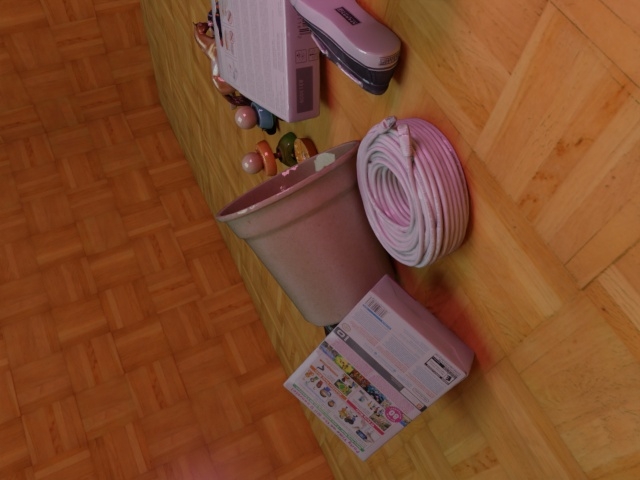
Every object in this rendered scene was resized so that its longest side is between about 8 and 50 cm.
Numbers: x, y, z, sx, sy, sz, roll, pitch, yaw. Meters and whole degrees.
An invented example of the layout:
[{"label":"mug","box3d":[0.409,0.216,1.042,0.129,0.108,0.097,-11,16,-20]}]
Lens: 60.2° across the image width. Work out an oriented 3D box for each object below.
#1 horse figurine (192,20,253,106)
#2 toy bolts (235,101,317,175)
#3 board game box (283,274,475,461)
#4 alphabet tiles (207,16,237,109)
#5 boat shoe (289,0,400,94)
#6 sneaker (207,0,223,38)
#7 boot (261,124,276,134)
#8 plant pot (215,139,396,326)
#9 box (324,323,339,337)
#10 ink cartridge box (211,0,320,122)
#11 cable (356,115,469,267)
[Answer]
[{"label":"horse figurine","box3d":[-0.253,-0.489,1.548,0.066,0.175,0.263,-70,-28,-63]},{"label":"toy bolts","box3d":[-0.126,-0.261,1.438,0.218,0.159,0.228,41,147,56]},{"label":"board game box","box3d":[0.104,0.248,1.057,0.224,0.097,0.303,43,118,6]},{"label":"alphabet tiles","box3d":[-0.309,-0.566,1.756,0.278,0.021,0.284,-107,3,-67]},{"label":"boat shoe","box3d":[0.031,-0.367,0.973,0.301,0.108,0.102,51,154,28]},{"label":"sneaker","box3d":[-0.260,-0.602,1.612,0.221,0.083,0.087,80,-163,-56]},{"label":"boot","box3d":[-0.162,-0.374,1.617,0.099,0.045,0.121,-125,24,-53]},{"label":"plant pot","box3d":[0.000,0.000,1.171,0.305,0.334,0.334,62,164,-13]},{"label":"box","box3d":[0.115,0.242,1.236,0.168,0.167,0.203,-145,40,-70]},{"label":"ink cartridge box","box3d":[-0.133,-0.472,1.244,0.385,0.091,0.308,42,142,46]},{"label":"cable","box3d":[0.150,-0.083,0.951,0.257,0.089,0.257,71,163,-6]}]
